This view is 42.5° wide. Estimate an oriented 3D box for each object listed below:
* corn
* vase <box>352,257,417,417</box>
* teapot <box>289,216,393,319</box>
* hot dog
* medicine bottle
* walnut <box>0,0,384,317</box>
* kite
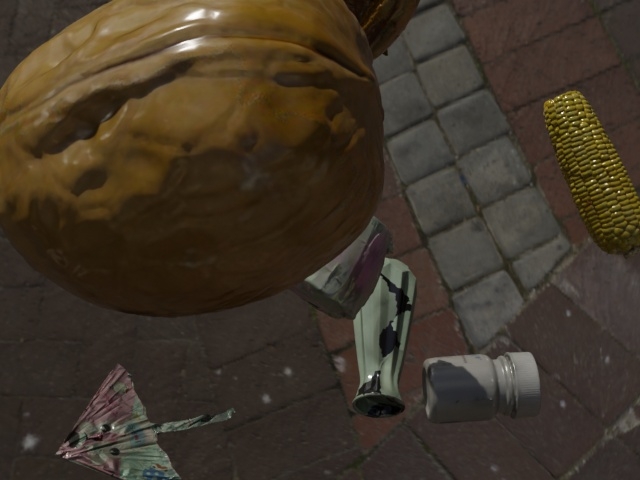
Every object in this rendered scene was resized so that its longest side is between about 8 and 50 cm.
[{"bbox_3d":[0.316,-0.076,0.947,0.067,0.067,0.206,-22,82,10],"label":"corn"},{"bbox_3d":[0.137,0.215,1.872,0.165,0.165,0.360,-6,51,16],"label":"vase"},{"bbox_3d":[0.004,0.006,1.313,0.222,0.163,0.178,32,80,20],"label":"teapot"},{"bbox_3d":[0.063,-0.289,1.053,0.076,0.250,0.104,-24,80,-31],"label":"hot dog"},{"bbox_3d":[0.247,0.228,1.276,0.168,0.105,0.104,-4,70,1],"label":"medicine bottle"},{"bbox_3d":[-0.063,-0.044,0.405,0.197,0.165,0.165,-26,65,25],"label":"walnut"},{"bbox_3d":[-0.135,0.151,0.656,0.139,0.157,0.011,57,134,33],"label":"kite"}]
